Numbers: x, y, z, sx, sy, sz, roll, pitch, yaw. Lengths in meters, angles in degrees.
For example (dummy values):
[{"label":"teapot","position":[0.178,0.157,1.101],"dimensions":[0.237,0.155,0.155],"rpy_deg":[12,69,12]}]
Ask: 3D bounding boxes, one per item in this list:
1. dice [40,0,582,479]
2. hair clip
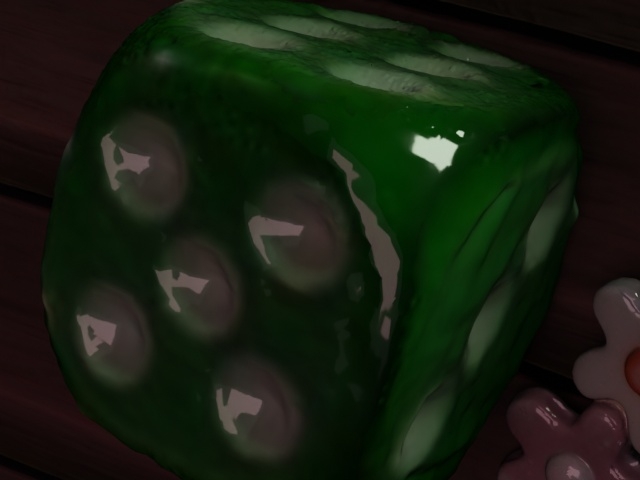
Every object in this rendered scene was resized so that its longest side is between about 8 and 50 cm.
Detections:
[{"label":"dice","position":[0.000,0.000,1.217],"dimensions":[0.287,0.297,0.300],"rpy_deg":[25,113,25]},{"label":"hair clip","position":[0.221,0.126,1.263],"dimensions":[0.146,0.075,0.257],"rpy_deg":[41,122,8]}]
